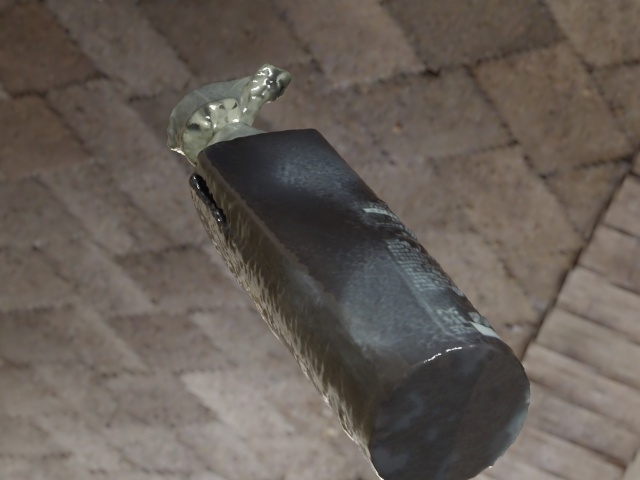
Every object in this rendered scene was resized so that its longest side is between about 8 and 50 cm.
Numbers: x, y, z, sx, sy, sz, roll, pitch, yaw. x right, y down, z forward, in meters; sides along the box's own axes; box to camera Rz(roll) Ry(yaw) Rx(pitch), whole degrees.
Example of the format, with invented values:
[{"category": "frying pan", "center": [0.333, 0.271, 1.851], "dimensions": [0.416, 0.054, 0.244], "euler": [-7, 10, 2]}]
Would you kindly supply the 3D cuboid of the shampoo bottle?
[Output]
[{"category": "shampoo bottle", "center": [0.000, 0.001, 0.580], "dimensions": [0.208, 0.063, 0.057], "euler": [51, 157, 48]}]
